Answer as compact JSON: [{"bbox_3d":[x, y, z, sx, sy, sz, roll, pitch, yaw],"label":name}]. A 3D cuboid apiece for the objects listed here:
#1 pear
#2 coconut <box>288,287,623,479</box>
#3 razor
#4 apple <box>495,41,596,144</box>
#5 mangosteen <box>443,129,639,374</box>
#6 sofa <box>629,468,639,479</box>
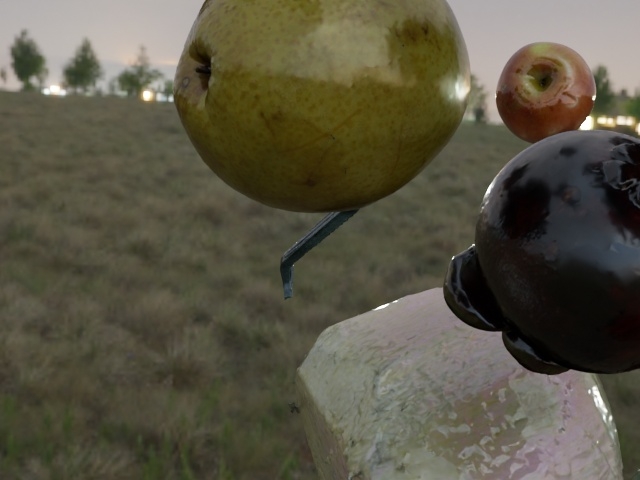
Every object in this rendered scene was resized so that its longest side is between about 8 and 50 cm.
[{"bbox_3d":[-0.005,-0.115,0.686,0.209,0.209,0.209,4,8,-1],"label":"pear"},{"bbox_3d":[0.187,0.247,1.136,0.404,0.404,0.404,4,8,-1],"label":"coconut"},{"bbox_3d":[-0.005,-0.002,1.164,0.033,0.066,0.190,22,-43,-22],"label":"razor"},{"bbox_3d":[0.356,-0.231,1.507,0.163,0.163,0.139,7,-12,22],"label":"apple"},{"bbox_3d":[0.214,0.014,0.753,0.210,0.210,0.210,4,8,-1],"label":"mangosteen"},{"bbox_3d":[0.476,0.305,1.074,0.225,0.210,0.176,-36,55,-6],"label":"sofa"}]
